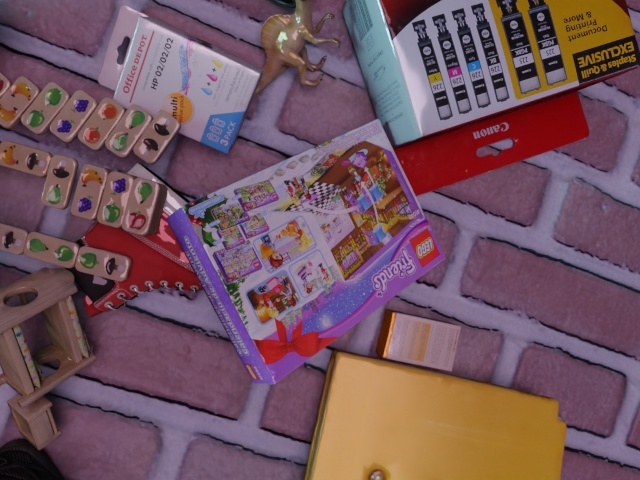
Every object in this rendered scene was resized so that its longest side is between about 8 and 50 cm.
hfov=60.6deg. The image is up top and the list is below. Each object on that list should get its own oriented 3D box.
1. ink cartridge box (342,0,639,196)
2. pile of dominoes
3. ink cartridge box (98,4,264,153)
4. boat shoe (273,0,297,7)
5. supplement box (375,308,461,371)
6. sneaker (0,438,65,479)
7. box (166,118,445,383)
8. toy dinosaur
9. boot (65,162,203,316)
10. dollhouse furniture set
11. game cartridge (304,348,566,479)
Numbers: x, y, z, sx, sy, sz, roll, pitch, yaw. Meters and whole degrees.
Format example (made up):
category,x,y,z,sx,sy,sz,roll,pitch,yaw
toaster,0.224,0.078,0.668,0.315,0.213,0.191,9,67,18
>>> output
category,x,y,z,sx,sy,sz,roll,pitch,yaw
ink cartridge box,0.222,-0.227,0.695,0.309,0.130,0.272,-20,95,-10
pile of dominoes,-0.294,-0.075,0.590,0.251,0.040,0.196,15,90,-1
ink cartridge box,-0.170,-0.189,0.642,0.181,0.061,0.104,23,109,-9
boat shoe,-0.154,-0.383,0.626,0.355,0.132,0.130,20,89,-9
supplement box,0.130,0.131,0.727,0.098,0.036,0.062,14,88,-10
sneaker,-0.296,0.334,0.607,0.087,0.130,0.227,-39,99,-6
box,0.000,0.000,0.635,0.293,0.057,0.201,-30,95,-34
toy dinosaur,-0.037,-0.235,0.686,0.092,0.053,0.183,25,118,-19
boot,-0.173,0.050,0.653,0.244,0.088,0.176,38,88,-4
dollhouse furniture set,-0.349,0.113,0.641,0.101,0.160,0.182,-36,139,-44
game cartridge,0.141,0.313,0.698,0.323,0.052,0.285,14,80,-7
